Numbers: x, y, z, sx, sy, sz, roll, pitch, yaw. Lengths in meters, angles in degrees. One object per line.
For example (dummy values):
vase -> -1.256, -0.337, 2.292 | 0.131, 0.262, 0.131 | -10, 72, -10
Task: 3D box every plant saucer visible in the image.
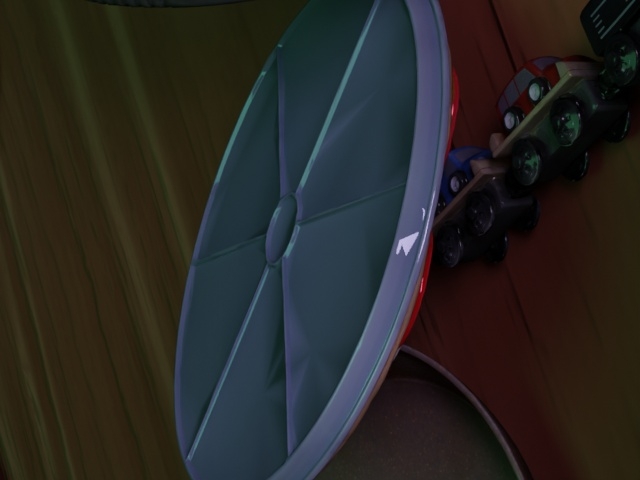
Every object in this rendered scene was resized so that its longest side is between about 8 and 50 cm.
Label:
plant saucer -> 0.026, 0.119, 0.549 | 0.168, 0.029, 0.168 | -1, 88, 48

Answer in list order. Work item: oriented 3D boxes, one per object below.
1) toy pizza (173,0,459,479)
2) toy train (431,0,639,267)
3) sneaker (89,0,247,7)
toy pizza -> 0.000, 0.000, 0.533 | 0.201, 0.032, 0.201 | -49, 32, 46
toy train -> 0.069, -0.037, 0.458 | 0.158, 0.027, 0.036 | -52, 51, 52
sneaker -> -0.067, -0.196, 0.556 | 0.295, 0.124, 0.178 | 32, 136, 53
